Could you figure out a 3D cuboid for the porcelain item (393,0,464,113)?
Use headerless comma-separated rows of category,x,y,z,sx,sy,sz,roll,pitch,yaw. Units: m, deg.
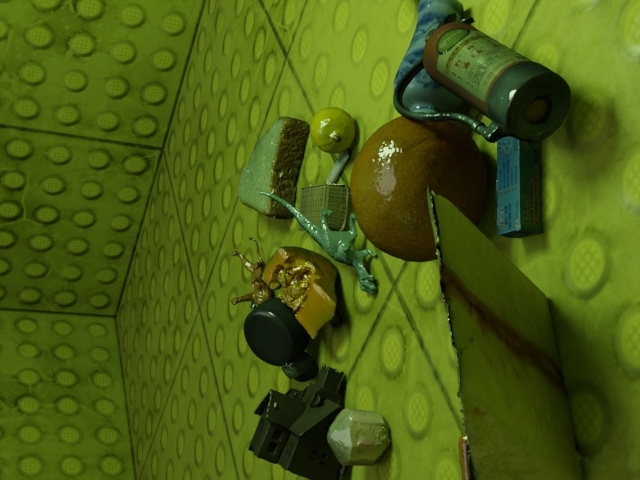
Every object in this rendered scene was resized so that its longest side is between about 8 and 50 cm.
porcelain item,0.215,-0.334,1.722,0.141,0.141,0.259,-29,48,62

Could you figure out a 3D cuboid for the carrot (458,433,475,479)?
carrot,0.261,0.423,1.544,0.037,0.037,0.190,147,122,-60

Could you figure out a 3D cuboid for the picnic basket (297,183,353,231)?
picnic basket,0.012,-0.076,2.173,0.164,0.080,0.115,179,97,-66

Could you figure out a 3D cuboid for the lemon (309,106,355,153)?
lemon,0.029,-0.260,2.147,0.133,0.109,0.109,-120,42,-66

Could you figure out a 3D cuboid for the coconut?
coconut,0.071,0.403,1.863,0.116,0.122,0.116,-174,90,-67

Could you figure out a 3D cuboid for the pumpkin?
pumpkin,-0.017,0.116,2.161,0.248,0.126,0.131,51,121,32

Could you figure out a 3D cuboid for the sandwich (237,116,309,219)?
sandwich,-0.136,-0.213,2.519,0.254,0.100,0.288,-143,61,-62

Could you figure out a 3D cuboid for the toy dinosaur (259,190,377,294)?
toy dinosaur,0.020,-0.040,2.042,0.383,0.076,0.129,48,121,29

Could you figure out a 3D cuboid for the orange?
orange,0.175,-0.090,1.624,0.264,0.264,0.264,-174,90,-66

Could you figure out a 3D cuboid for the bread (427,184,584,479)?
bread,0.208,0.187,1.355,0.242,0.405,0.345,-30,42,36

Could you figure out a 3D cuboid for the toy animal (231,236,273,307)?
toy animal,-0.175,0.092,2.563,0.114,0.116,0.255,-28,50,34

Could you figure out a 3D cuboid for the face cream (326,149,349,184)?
face cream,0.043,-0.178,2.202,0.038,0.020,0.115,-105,32,-41

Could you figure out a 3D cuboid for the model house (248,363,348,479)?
model house,-0.035,0.392,2.051,0.211,0.204,0.243,7,73,66

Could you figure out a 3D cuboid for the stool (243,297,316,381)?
stool,-0.087,0.234,2.233,0.153,0.139,0.228,-5,111,39

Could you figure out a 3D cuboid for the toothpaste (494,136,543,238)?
toothpaste,0.330,-0.141,1.508,0.066,0.053,0.272,-18,67,60

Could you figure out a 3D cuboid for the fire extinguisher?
fire extinguisher,0.232,-0.267,1.493,0.376,0.200,0.113,56,171,54
